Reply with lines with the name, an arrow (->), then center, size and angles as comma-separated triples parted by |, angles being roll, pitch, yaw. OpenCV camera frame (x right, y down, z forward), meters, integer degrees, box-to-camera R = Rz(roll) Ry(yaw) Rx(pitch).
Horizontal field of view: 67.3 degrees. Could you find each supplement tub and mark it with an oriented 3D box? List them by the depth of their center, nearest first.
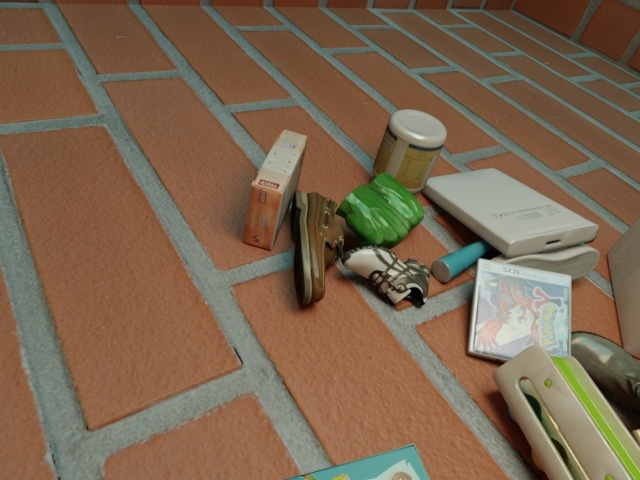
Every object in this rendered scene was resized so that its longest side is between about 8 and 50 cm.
supplement tub -> 0.213, -0.206, 1.196 | 0.144, 0.199, 0.144 | 9, 42, -9

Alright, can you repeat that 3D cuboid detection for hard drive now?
hard drive -> 0.433, -0.080, 1.155 | 0.233, 0.047, 0.353 | -10, 32, -16

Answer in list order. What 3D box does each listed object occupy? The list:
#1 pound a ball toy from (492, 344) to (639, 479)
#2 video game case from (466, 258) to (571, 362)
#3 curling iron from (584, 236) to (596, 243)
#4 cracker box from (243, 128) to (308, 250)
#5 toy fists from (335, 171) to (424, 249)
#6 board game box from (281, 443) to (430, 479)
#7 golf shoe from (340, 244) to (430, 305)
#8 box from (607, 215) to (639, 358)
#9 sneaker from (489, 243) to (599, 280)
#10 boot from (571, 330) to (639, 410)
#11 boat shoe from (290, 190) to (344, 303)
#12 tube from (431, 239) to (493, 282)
pound a ball toy -> 0.423, 0.342, 0.749 | 0.208, 0.136, 0.319 | 21, 34, -35
video game case -> 0.387, 0.142, 0.932 | 0.183, 0.023, 0.201 | 11, 64, 9
curling iron -> 0.610, -0.059, 1.286 | 0.274, 0.035, 0.068 | 20, 41, 4
cracker box -> -0.094, -0.114, 1.032 | 0.067, 0.155, 0.232 | 16, 41, 0
toy fists -> 0.140, -0.057, 1.061 | 0.142, 0.096, 0.279 | 41, 29, 9
board game box -> 0.009, 0.410, 0.556 | 0.336, 0.079, 0.253 | -4, 45, -22
golf shoe -> 0.134, 0.072, 0.950 | 0.198, 0.077, 0.094 | 15, 51, -17
box -> 0.798, 0.115, 1.058 | 0.215, 0.168, 0.345 | 22, 42, 6
sneaker -> 0.462, 0.033, 1.108 | 0.293, 0.108, 0.169 | -7, 32, -19
boot -> 0.549, 0.251, 0.842 | 0.246, 0.083, 0.161 | 33, 10, 17
boat shoe -> 0.000, 0.000, 0.973 | 0.104, 0.110, 0.307 | 6, 43, -10
tube -> 0.336, 0.031, 1.080 | 0.207, 0.080, 0.052 | -24, 82, -31
